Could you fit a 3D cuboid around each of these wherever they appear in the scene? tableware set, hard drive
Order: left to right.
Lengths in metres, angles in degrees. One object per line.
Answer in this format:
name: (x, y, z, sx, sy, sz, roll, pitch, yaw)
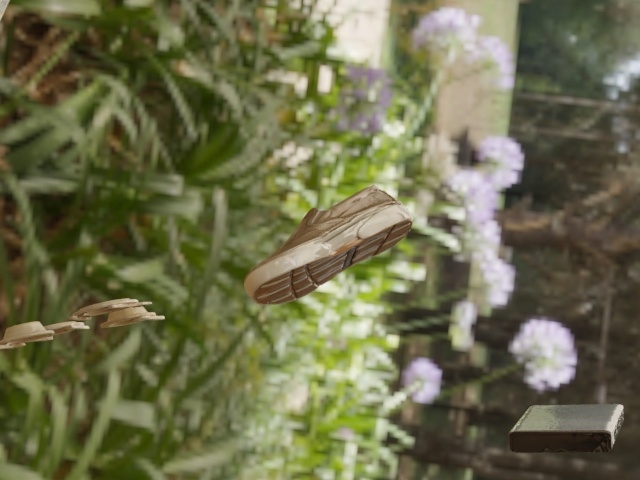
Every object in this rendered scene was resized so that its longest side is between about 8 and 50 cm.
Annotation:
tableware set: (-0.235, 0.083, 1.469, 0.141, 0.168, 0.020, 14, 62, -75)
hard drive: (0.237, 0.179, 1.444, 0.135, 0.094, 0.022, -14, 101, -74)

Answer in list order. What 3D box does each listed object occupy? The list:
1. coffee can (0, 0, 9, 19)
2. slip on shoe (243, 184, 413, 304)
coffee can: (-0.314, -0.333, 1.280, 0.275, 0.201, 0.201, -63, 177, 7)
slip on shoe: (0.000, 0.000, 0.994, 0.135, 0.041, 0.051, -27, 158, -29)
